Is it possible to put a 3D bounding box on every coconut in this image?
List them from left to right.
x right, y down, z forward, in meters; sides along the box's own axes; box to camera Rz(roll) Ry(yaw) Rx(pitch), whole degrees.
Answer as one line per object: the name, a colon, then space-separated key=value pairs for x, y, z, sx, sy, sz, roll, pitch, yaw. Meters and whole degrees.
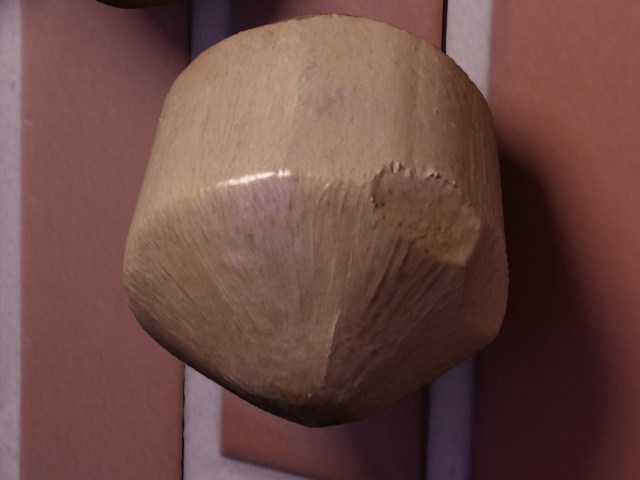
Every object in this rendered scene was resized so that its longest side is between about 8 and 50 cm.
coconut: x=0.000 y=0.000 z=0.962 sx=0.237 sy=0.237 sz=0.266 roll=-32 pitch=33 yaw=34

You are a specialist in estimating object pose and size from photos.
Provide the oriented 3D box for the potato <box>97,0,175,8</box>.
potato: x=-0.177 y=-0.329 z=1.049 sx=0.359 sy=0.219 sz=0.270 roll=50 pitch=159 yaw=-8
